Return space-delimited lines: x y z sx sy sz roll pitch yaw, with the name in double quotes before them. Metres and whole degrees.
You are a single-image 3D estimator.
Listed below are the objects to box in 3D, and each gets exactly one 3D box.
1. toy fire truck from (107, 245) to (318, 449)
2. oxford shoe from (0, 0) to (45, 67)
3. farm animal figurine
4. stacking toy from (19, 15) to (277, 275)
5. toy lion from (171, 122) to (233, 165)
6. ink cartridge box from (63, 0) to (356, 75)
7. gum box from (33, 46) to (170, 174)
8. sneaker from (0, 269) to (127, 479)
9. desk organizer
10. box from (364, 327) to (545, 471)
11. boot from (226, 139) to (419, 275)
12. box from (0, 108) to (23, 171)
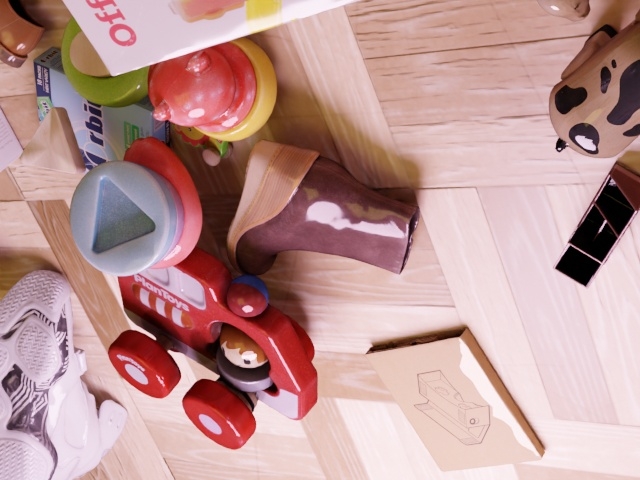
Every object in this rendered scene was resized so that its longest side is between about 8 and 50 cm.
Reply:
"toy fire truck" -0.139 0.103 1.605 0.302 0.169 0.254 30 150 21
"oxford shoe" -0.424 -0.318 1.594 0.212 0.076 0.076 46 109 -2
"farm animal figurine" 0.281 -0.184 1.078 0.330 0.172 0.326 33 138 10
"stacking toy" -0.233 -0.129 1.456 0.280 0.130 0.309 32 107 18
"toy lion" -0.139 -0.145 1.543 0.096 0.034 0.100 47 139 5
"ink cartridge box" -0.062 -0.327 1.051 0.385 0.160 0.279 -14 133 18
"gum box" -0.277 -0.144 1.636 0.184 0.041 0.157 25 137 19
"sneaker" -0.408 0.221 1.988 0.137 0.210 0.365 12 97 29
"desk organizer" 0.289 -0.014 1.312 0.047 0.050 0.130 32 138 11
"box" 0.168 0.204 1.615 0.164 0.021 0.201 -16 113 44
"boot" 0.000 0.000 1.517 0.207 0.090 0.248 26 144 8
"box" -0.513 -0.166 1.759 0.130 0.091 0.170 -1 123 37
